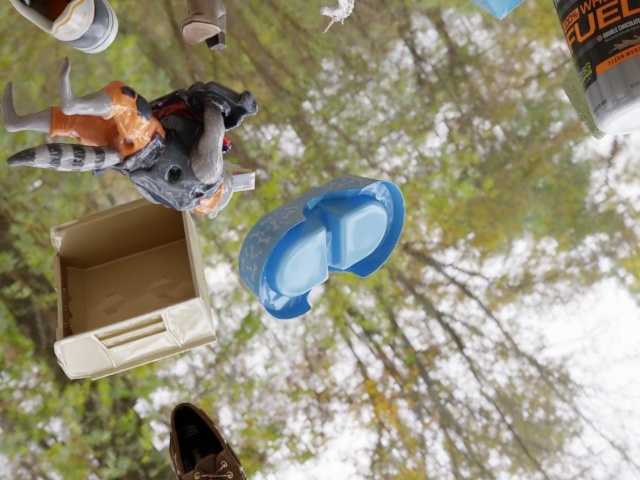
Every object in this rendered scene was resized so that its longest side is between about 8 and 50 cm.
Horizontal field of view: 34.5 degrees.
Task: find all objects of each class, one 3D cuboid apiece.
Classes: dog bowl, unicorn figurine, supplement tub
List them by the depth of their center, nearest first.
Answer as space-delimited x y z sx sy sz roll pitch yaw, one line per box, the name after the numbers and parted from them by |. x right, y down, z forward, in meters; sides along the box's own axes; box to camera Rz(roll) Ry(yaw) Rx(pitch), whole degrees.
0.013 -0.363 1.384 0.060 0.162 0.111 25 -168 39 | unicorn figurine
0.000 0.000 1.555 0.297 0.166 0.074 -30 -137 -33 | dog bowl
0.518 -0.369 1.744 0.207 0.338 0.207 -14 166 -4 | supplement tub

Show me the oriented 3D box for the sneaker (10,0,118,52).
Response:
-0.454 -0.438 1.638 0.126 0.321 0.127 -47 163 9 | sneaker

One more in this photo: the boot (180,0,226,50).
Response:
-0.136 -0.263 1.149 0.042 0.087 0.118 -16 173 10 | boot

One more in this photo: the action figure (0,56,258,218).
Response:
-0.263 -0.110 1.377 0.341 0.330 0.179 -21 -126 45 | action figure

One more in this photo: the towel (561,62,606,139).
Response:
0.516 -0.275 1.965 0.027 0.148 0.110 -19 158 -19 | towel

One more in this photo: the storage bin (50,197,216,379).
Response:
-0.324 0.072 1.731 0.260 0.123 0.262 -17 -133 1 | storage bin

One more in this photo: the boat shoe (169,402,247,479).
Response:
-0.117 0.255 1.097 0.073 0.073 0.207 -23 -143 -17 | boat shoe

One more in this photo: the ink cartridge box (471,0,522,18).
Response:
0.256 -0.539 1.639 0.197 0.270 0.198 -40 -141 2 | ink cartridge box

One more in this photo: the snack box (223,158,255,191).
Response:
-0.208 -0.117 1.937 0.141 0.037 0.100 -11 -157 -36 | snack box
